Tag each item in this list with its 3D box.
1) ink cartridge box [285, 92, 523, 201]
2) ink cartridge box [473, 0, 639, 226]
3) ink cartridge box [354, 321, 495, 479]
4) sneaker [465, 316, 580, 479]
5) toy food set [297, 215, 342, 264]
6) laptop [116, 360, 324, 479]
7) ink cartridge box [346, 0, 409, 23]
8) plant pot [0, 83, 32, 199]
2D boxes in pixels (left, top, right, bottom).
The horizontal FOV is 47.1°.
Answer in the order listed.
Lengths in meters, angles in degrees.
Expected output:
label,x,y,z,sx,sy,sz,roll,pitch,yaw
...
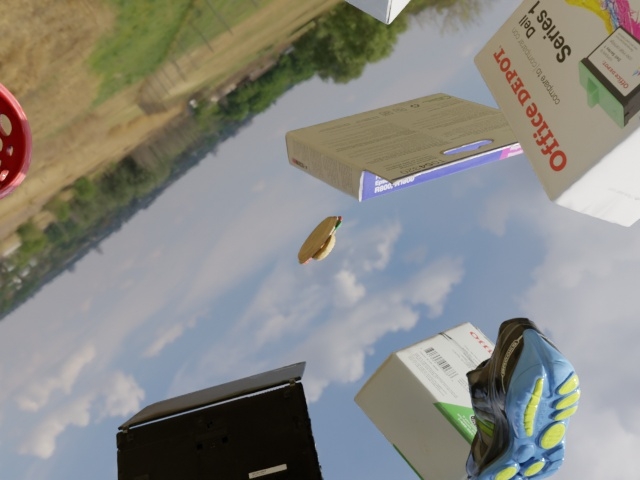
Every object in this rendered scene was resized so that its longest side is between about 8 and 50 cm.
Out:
label,x,y,z,sx,sy,sz,roll,pitch,yaw
ink cartridge box,0.158,-0.147,1.166,0.324,0.071,0.330,-17,-152,-22
ink cartridge box,0.288,-0.177,0.628,0.278,0.117,0.201,-49,-137,37
ink cartridge box,0.162,0.192,0.870,0.208,0.153,0.087,-8,139,-54
sneaker,0.148,0.131,0.562,0.067,0.188,0.078,-7,-137,-7
toy food set,0.000,0.000,0.972,0.083,0.020,0.082,-38,-162,51
laptop,-0.116,0.261,0.905,0.234,0.136,0.264,-16,-129,1
ink cartridge box,0.043,-0.215,0.483,0.122,0.088,0.052,-51,166,-21
plant pot,-0.521,-0.125,0.998,0.174,0.191,0.191,-12,-156,39
